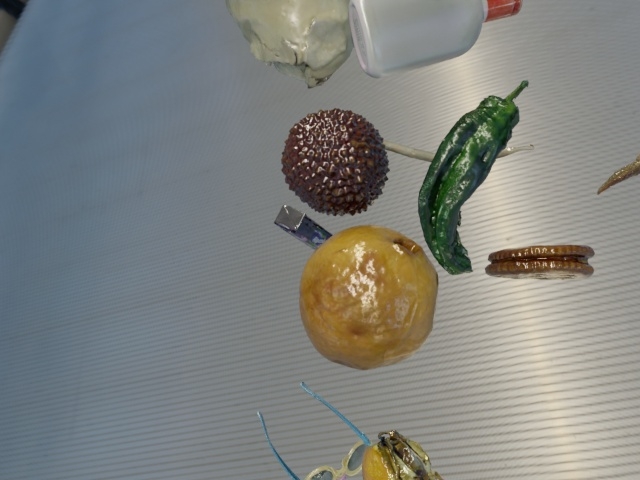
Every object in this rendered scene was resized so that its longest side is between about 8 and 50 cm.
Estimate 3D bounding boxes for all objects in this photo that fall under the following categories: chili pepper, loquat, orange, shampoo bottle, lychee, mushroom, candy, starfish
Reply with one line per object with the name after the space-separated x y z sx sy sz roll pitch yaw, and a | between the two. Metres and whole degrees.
0.198 -0.094 0.712 0.065 0.122 0.279 26 93 44 | chili pepper
0.073 0.089 0.889 0.238 0.238 0.193 -5 26 24 | loquat
0.121 0.342 0.763 0.112 0.160 0.170 -44 20 10 | orange
0.146 -0.277 0.700 0.221 0.108 0.051 -18 14 -13 | shampoo bottle
0.025 -0.128 0.906 0.188 0.188 0.188 -14 53 18 | lychee
0.217 -0.160 1.013 0.306 0.068 0.043 5 96 5 | mushroom
0.000 0.000 1.476 0.088 0.312 0.061 28 85 38 | candy
0.695 -0.173 1.208 0.227 0.240 0.043 -47 69 28 | starfish

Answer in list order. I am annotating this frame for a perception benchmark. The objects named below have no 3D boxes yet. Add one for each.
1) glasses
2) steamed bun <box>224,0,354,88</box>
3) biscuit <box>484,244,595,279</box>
-0.012 0.415 1.204 0.189 0.088 0.220 -37 82 11 | glasses
-0.028 -0.492 1.041 0.346 0.237 0.394 -15 53 20 | steamed bun
0.461 0.047 1.192 0.220 0.220 0.066 -2 81 26 | biscuit
